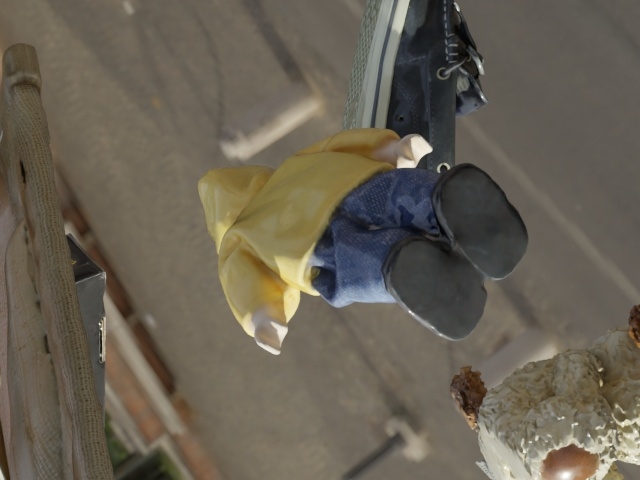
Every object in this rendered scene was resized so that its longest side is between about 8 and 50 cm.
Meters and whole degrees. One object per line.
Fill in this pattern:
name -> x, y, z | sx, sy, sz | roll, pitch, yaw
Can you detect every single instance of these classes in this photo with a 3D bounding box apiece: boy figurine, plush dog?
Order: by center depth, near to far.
boy figurine -> 0.000, 0.000, 1.066 | 0.092, 0.177, 0.285 | 44, 159, -29
plush dog -> 0.264, 0.161, 1.499 | 0.210, 0.225, 0.262 | 58, 169, 43

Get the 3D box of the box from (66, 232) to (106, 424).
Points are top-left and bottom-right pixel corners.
box -> -0.322, 0.168, 1.360 | 0.073, 0.296, 0.293 | 39, 139, 37

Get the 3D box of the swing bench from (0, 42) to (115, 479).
swing bench -> -0.176, 0.020, 0.593 | 0.254, 0.165, 0.253 | 53, -164, -55

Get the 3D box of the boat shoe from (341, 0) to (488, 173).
boat shoe -> 0.121, -0.200, 1.899 | 0.187, 0.156, 0.500 | 139, 140, -80
